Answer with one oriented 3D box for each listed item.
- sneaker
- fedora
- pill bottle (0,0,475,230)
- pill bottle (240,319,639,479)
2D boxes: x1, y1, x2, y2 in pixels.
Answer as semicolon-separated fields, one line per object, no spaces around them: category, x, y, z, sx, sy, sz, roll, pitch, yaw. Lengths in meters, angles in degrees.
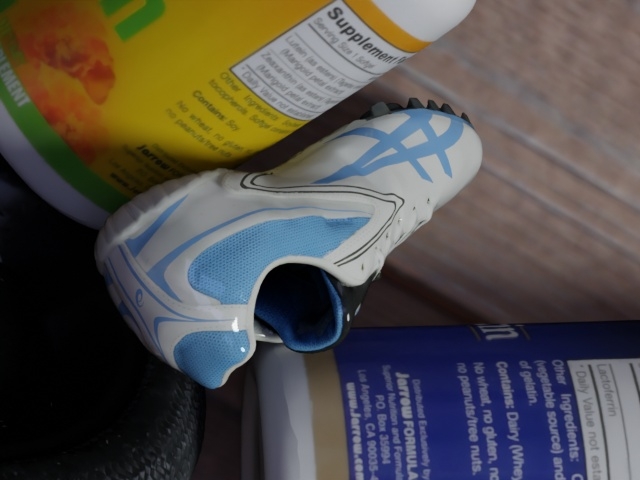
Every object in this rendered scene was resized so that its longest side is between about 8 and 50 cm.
sneaker;0.000;0.000;0.802;0.085;0.237;0.086;-36;83;37
fedora;-0.219;0.046;0.773;0.334;0.334;0.152;34;121;-6
pill bottle;-0.021;-0.119;0.782;0.246;0.136;0.136;-32;94;19
pill bottle;0.102;0.111;0.830;0.265;0.153;0.153;-1;89;-7
